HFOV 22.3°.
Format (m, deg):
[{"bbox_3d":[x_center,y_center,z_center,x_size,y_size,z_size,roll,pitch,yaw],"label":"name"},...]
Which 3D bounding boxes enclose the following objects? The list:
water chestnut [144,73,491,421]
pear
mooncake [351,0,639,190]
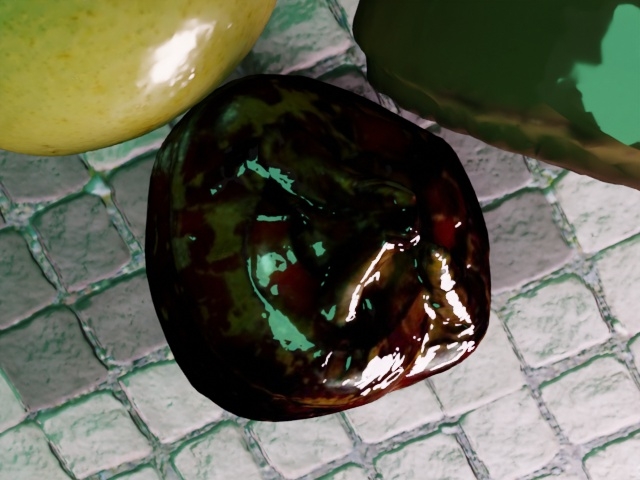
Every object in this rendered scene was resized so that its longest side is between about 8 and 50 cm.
[{"bbox_3d":[0.000,0.000,1.256,0.244,0.289,0.289,-28,107,25],"label":"water chestnut"},{"bbox_3d":[-0.184,-0.234,1.141,0.348,0.348,0.348,1,110,3],"label":"pear"},{"bbox_3d":[0.232,-0.172,1.202,0.394,0.393,0.246,29,115,35],"label":"mooncake"}]
